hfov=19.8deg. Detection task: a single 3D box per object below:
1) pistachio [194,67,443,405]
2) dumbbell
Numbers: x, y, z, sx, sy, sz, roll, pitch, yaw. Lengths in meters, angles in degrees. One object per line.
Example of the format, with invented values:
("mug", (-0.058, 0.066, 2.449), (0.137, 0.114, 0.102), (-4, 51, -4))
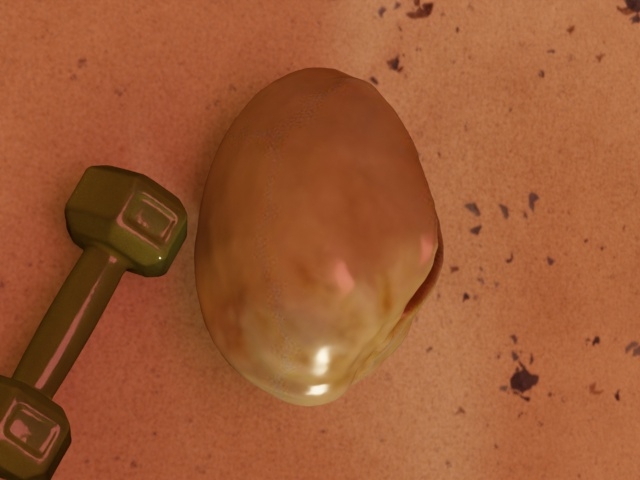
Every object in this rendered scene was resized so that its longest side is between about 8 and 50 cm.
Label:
("pistachio", (0.000, 0.000, 1.758), (0.238, 0.229, 0.321), (5, 73, 4))
("dumbbell", (-0.230, 0.075, 1.679), (0.121, 0.108, 0.302), (35, 71, -24))
